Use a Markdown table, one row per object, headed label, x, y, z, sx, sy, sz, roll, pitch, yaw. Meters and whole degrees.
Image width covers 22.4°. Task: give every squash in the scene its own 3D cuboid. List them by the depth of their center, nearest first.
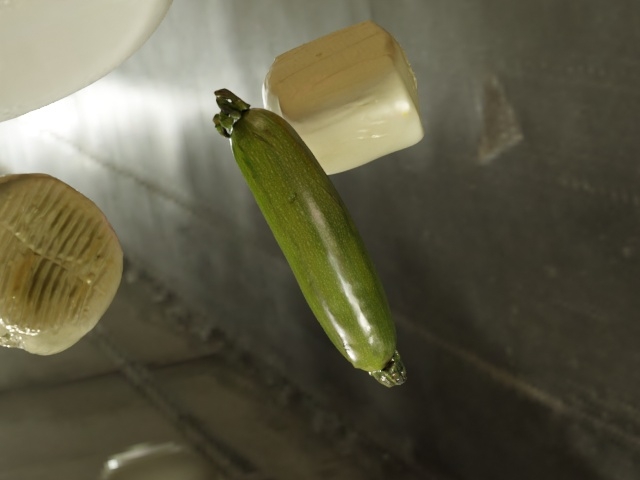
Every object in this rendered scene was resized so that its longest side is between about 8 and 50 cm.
| label | x | y | z | sx | sy | sz | roll | pitch | yaw |
| --- | --- | --- | --- | --- | --- | --- | --- | --- | --- |
| squash | 0.000 | 0.001 | 1.427 | 0.318 | 0.071 | 0.080 | 61 | -169 | -13 |

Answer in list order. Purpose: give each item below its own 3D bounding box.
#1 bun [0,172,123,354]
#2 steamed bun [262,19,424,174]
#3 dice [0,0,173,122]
| label | x | y | z | sx | sy | sz | roll | pitch | yaw |
| --- | --- | --- | --- | --- | --- | --- | --- | --- | --- |
| bun | -0.300 | 0.034 | 1.608 | 0.128 | 0.178 | 0.193 | -29 | 32 | 44 |
| steamed bun | 0.033 | -0.177 | 2.131 | 0.250 | 0.200 | 0.155 | -103 | -11 | -67 |
| dice | -0.312 | -0.288 | 1.388 | 0.277 | 0.304 | 0.304 | 50 | 161 | 47 |
